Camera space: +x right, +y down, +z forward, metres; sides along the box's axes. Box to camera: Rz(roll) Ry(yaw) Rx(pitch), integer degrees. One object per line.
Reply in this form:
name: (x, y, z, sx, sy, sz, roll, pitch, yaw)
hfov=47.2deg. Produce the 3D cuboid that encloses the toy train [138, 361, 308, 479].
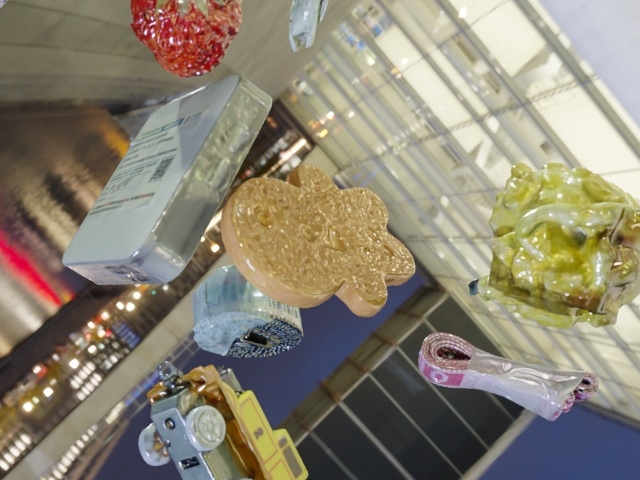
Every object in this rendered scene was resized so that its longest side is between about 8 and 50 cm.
toy train: (-0.092, 0.209, 0.728, 0.089, 0.219, 0.127, -26, -178, 32)

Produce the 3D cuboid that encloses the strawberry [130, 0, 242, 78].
strawberry: (-0.249, -0.394, 1.367, 0.205, 0.205, 0.244, -47, 167, -30)

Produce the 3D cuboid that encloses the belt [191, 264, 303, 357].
belt: (-0.157, 0.157, 1.567, 0.207, 0.257, 0.150, -29, -124, 27)

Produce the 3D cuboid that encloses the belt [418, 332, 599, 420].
belt: (0.244, 0.181, 0.972, 0.053, 0.232, 0.071, 86, 19, -53)

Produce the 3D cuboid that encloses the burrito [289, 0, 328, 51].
burrito: (-0.023, -0.339, 1.106, 0.074, 0.044, 0.118, 60, -39, 41)

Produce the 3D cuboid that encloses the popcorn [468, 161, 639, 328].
popcorn: (0.370, 0.012, 1.121, 0.293, 0.293, 0.237, -41, -136, 2)

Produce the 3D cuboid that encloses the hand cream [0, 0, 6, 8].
hand cream: (-0.641, -0.528, 1.497, 0.170, 0.065, 0.043, -44, -134, 1)

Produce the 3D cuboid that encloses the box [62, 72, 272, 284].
box: (-0.286, -0.105, 1.344, 0.396, 0.111, 0.397, -3, -125, 53)

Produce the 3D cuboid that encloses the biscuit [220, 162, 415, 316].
biscuit: (-0.002, 0.001, 1.131, 0.355, 0.275, 0.052, -8, 153, -46)
